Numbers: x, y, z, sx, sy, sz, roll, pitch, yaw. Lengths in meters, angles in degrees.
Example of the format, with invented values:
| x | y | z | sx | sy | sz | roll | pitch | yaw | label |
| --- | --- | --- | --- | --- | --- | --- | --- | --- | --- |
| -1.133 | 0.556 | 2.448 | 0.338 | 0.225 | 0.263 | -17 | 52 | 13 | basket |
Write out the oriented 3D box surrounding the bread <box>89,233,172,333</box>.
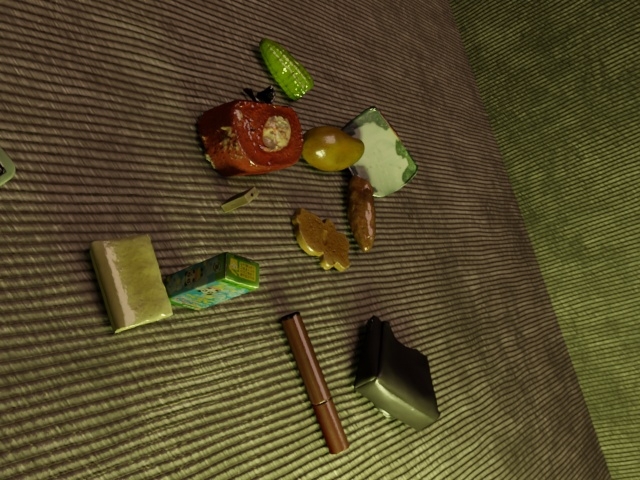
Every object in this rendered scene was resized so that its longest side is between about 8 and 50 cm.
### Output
| x | y | z | sx | sy | sz | roll | pitch | yaw | label |
| --- | --- | --- | --- | --- | --- | --- | --- | --- | --- |
| -0.372 | 0.081 | 1.253 | 0.139 | 0.060 | 0.178 | -10 | 80 | -53 | bread |

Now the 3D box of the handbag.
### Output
| x | y | z | sx | sy | sz | roll | pitch | yaw | label |
| --- | --- | --- | --- | --- | --- | --- | --- | --- | --- |
| 0.219 | 0.377 | 1.831 | 0.285 | 0.113 | 0.257 | 38 | 38 | -25 | handbag |

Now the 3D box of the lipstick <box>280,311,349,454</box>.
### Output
| x | y | z | sx | sy | sz | roll | pitch | yaw | label |
| --- | --- | --- | --- | --- | --- | --- | --- | --- | --- |
| -0.015 | 0.350 | 1.581 | 0.057 | 0.057 | 0.357 | -15 | 83 | -55 | lipstick |

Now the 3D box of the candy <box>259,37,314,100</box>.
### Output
| x | y | z | sx | sy | sz | roll | pitch | yaw | label |
| --- | --- | --- | --- | --- | --- | --- | --- | --- | --- |
| -0.108 | -0.517 | 1.913 | 0.209 | 0.096 | 0.097 | 47 | 39 | -23 | candy |

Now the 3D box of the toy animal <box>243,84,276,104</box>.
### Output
| x | y | z | sx | sy | sz | roll | pitch | yaw | label |
| --- | --- | --- | --- | --- | --- | --- | --- | --- | --- |
| -0.139 | -0.356 | 1.821 | 0.105 | 0.070 | 0.202 | -42 | 111 | -42 | toy animal |

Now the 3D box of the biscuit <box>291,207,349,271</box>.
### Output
| x | y | z | sx | sy | sz | roll | pitch | yaw | label |
| --- | --- | --- | --- | --- | --- | --- | --- | --- | --- |
| 0.000 | 0.000 | 1.815 | 0.225 | 0.036 | 0.166 | 29 | 49 | -38 | biscuit |

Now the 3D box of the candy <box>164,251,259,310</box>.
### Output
| x | y | z | sx | sy | sz | roll | pitch | yaw | label |
| --- | --- | --- | --- | --- | --- | --- | --- | --- | --- |
| -0.227 | 0.087 | 1.324 | 0.097 | 0.194 | 0.062 | 22 | 56 | -46 | candy |

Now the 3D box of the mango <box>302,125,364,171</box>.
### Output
| x | y | z | sx | sy | sz | roll | pitch | yaw | label |
| --- | --- | --- | --- | --- | --- | --- | --- | --- | --- |
| 0.038 | -0.274 | 1.927 | 0.227 | 0.136 | 0.099 | 2 | 29 | -37 | mango |

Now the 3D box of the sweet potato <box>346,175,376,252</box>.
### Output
| x | y | z | sx | sy | sz | roll | pitch | yaw | label |
| --- | --- | --- | --- | --- | --- | --- | --- | --- | --- |
| 0.132 | -0.083 | 1.983 | 0.097 | 0.097 | 0.252 | 19 | 56 | -47 | sweet potato |

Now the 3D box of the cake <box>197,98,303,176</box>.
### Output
| x | y | z | sx | sy | sz | roll | pitch | yaw | label |
| --- | --- | --- | --- | --- | --- | --- | --- | --- | --- |
| -0.173 | -0.256 | 1.636 | 0.283 | 0.150 | 0.177 | -5 | 88 | -54 | cake |

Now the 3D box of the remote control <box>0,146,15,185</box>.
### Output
| x | y | z | sx | sy | sz | roll | pitch | yaw | label |
| --- | --- | --- | --- | --- | --- | --- | --- | --- | --- |
| -0.621 | -0.069 | 1.026 | 0.090 | 0.038 | 0.309 | 55 | 36 | -17 | remote control |

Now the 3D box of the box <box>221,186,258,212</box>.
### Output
| x | y | z | sx | sy | sz | roll | pitch | yaw | label |
| --- | --- | --- | --- | --- | --- | --- | --- | --- | --- |
| -0.198 | -0.100 | 1.565 | 0.024 | 0.083 | 0.053 | 62 | 34 | -16 | box |

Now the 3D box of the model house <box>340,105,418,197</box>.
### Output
| x | y | z | sx | sy | sz | roll | pitch | yaw | label |
| --- | --- | --- | --- | --- | --- | --- | --- | --- | --- |
| 0.179 | -0.309 | 2.145 | 0.271 | 0.190 | 0.301 | 51 | 14 | -13 | model house |
